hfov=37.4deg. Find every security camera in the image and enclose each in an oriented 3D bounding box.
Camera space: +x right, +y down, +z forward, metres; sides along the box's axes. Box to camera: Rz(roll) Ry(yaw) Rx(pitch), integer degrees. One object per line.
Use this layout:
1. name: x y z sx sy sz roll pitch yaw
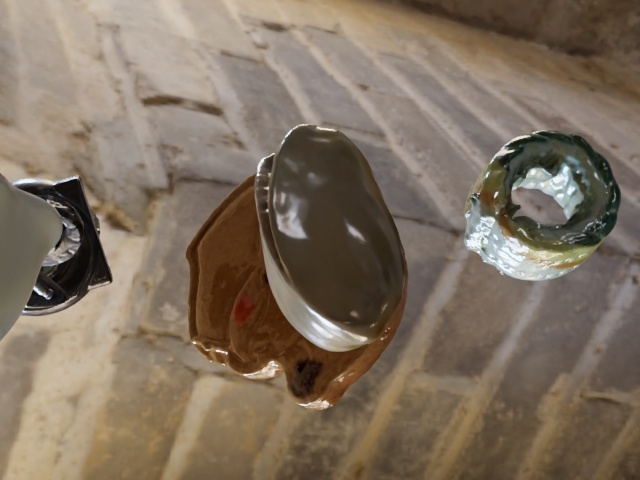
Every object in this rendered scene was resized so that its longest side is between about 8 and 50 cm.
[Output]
1. security camera: -0.430 -0.001 1.443 0.277 0.191 0.197 -149 41 -76

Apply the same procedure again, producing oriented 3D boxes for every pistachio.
1. pistachio: 0.000 0.000 1.111 0.166 0.197 0.288 -43 56 31

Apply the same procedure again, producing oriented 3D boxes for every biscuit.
1. biscuit: -0.056 0.055 1.499 0.455 0.078 0.350 16 77 42

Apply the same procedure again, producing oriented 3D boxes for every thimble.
1. thimble: 0.402 -0.062 1.748 0.254 0.288 0.167 60 158 20

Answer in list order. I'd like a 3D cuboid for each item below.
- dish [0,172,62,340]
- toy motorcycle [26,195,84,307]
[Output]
1. dish: -0.248 0.049 0.534 0.081 0.229 0.229 64 146 19
2. toy motorcycle: -0.426 -0.002 1.064 0.108 0.307 0.173 -102 32 -46
